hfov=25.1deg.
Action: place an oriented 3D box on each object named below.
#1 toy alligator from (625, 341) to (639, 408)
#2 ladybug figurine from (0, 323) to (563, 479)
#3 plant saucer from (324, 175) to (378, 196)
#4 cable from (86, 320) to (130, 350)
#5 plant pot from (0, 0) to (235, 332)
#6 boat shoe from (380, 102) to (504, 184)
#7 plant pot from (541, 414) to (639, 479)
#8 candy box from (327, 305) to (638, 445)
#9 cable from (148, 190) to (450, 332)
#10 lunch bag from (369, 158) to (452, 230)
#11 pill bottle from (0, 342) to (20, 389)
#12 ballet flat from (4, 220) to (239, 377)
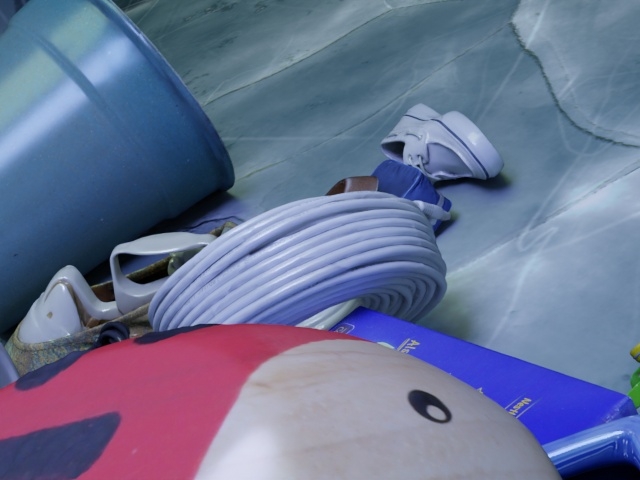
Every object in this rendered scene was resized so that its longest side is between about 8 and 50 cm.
[{"bbox_3d":[0.293,0.075,1.115,0.190,0.056,0.051,-39,-12,-25],"label":"toy alligator"},{"bbox_3d":[-0.094,0.159,0.702,0.449,0.162,0.305,-17,31,37],"label":"ladybug figurine"},{"bbox_3d":[0.000,0.000,1.441,0.168,0.029,0.168,-54,11,16],"label":"plant saucer"},{"bbox_3d":[-0.233,0.142,1.399,0.150,0.047,0.184,-61,13,6],"label":"cable"},{"bbox_3d":[-0.335,-0.088,1.709,0.334,0.341,0.341,-42,29,-14],"label":"plant pot"},{"bbox_3d":[0.128,-0.092,1.559,0.076,0.083,0.226,-41,15,-3],"label":"boat shoe"},{"bbox_3d":[0.118,0.265,0.725,0.236,0.212,0.236,-22,25,7],"label":"plant pot"},{"bbox_3d":[0.043,0.194,1.031,0.268,0.122,0.317,-37,26,-22],"label":"candy box"},{"bbox_3d":[-0.016,0.049,1.249,0.257,0.089,0.257,-32,-20,20],"label":"cable"},{"bbox_3d":[0.085,-0.037,1.493,0.067,0.065,0.098,-50,28,-6],"label":"lunch bag"},{"bbox_3d":[-0.431,0.195,1.433,0.264,0.146,0.146,-25,26,2],"label":"pill bottle"},{"bbox_3d":[-0.217,0.065,1.519,0.348,0.123,0.123,-19,26,14],"label":"ballet flat"}]
